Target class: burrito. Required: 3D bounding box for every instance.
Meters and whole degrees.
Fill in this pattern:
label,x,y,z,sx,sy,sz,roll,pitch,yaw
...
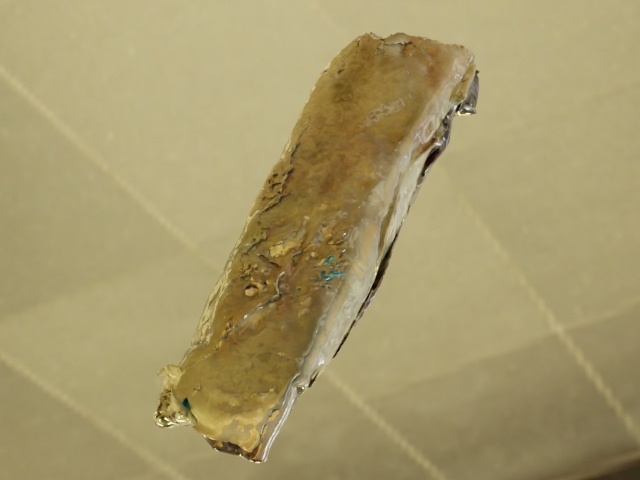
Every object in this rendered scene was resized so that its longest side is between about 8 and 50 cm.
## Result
label,x,y,z,sx,sy,sz,roll,pitch,yaw
burrito,-0.001,-0.001,0.613,0.051,0.171,0.042,7,144,29
